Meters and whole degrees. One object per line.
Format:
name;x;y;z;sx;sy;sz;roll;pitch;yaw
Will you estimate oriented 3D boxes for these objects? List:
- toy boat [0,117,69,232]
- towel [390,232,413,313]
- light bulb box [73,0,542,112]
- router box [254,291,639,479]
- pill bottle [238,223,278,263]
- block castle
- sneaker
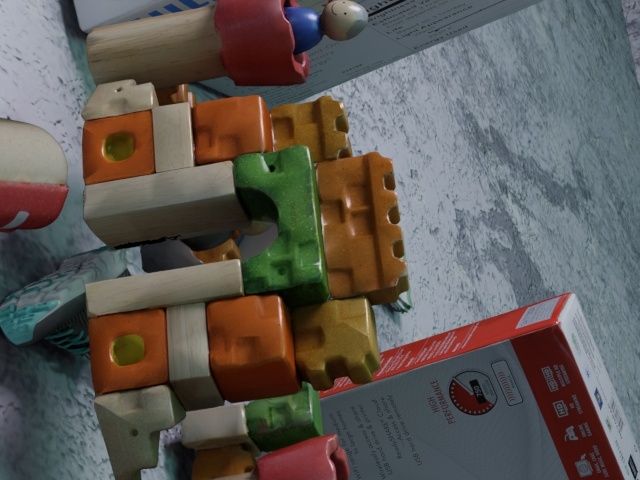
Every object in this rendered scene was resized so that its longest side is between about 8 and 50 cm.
toy boat;-0.259;-0.007;1.040;0.231;0.151;0.151;0;101;-67
towel;0.050;0.001;1.882;0.152;0.023;0.113;43;33;-46
light bulb box;-0.001;-0.303;1.557;0.361;0.358;0.225;18;54;-65
router box;0.133;0.247;1.490;0.335;0.301;0.082;66;22;-10
pill bottle;0.000;0.000;1.635;0.112;0.112;0.186;66;23;-11
block castle;-0.027;0.054;1.293;0.303;0.213;0.453;66;16;-61
sneaker;-0.171;0.055;1.261;0.166;0.065;0.076;-37;111;-66
